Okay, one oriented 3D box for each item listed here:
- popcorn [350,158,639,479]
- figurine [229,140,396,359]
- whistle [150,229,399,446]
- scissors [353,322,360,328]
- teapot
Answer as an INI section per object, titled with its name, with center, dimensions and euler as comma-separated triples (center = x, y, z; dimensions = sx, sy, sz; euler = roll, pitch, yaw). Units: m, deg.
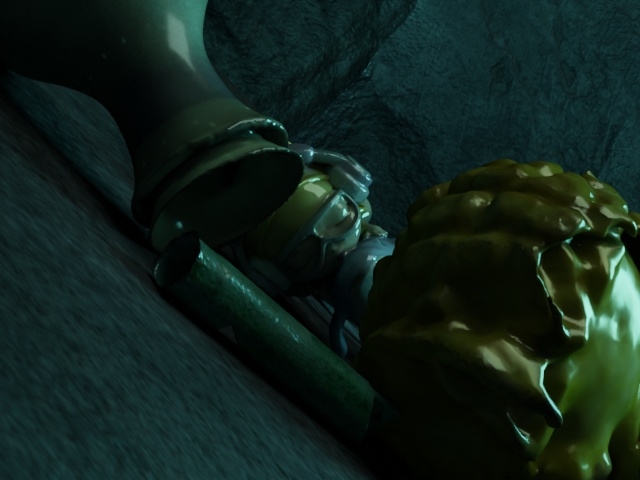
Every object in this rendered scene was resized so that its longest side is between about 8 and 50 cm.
[popcorn]
center = 0.126, 0.069, 1.040
dimensions = 0.250, 0.250, 0.190
euler = 43, -16, -26
[figurine]
center = 0.000, 0.000, 1.191
dimensions = 0.184, 0.128, 0.208
euler = 41, -2, -24
[whistle]
center = -0.023, 0.062, 0.925
dimensions = 0.186, 0.039, 0.039
euler = 42, 5, -34
[scissors]
center = -0.059, -0.035, 1.429
dimensions = 0.383, 0.029, 0.256
euler = 43, -6, 17
[teapot]
center = -0.115, -0.119, 0.989
dimensions = 0.251, 0.183, 0.183
euler = 60, 10, 21
